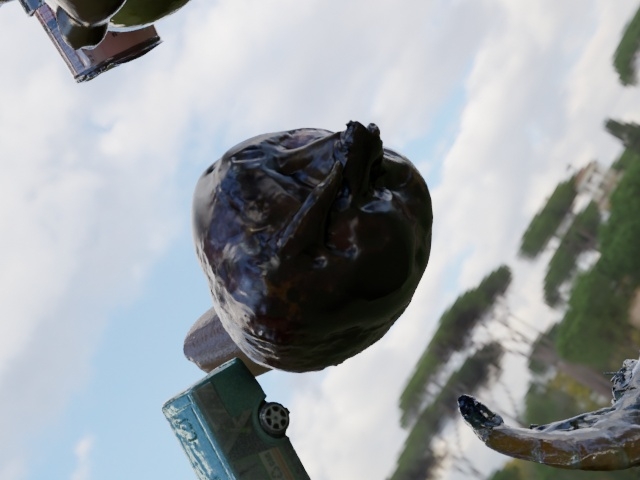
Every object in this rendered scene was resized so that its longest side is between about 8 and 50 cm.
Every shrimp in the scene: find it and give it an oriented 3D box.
[{"bbox_3d":[0.232,0.137,1.172,0.262,0.198,0.051,-42,-49,-58],"label":"shrimp"}]

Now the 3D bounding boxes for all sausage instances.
[{"bbox_3d":[-0.058,0.103,1.717,0.253,0.123,0.123,-29,-1,31],"label":"sausage"}]

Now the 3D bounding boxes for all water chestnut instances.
[{"bbox_3d":[0.000,0.000,1.373,0.244,0.289,0.289,-11,30,53],"label":"water chestnut"}]

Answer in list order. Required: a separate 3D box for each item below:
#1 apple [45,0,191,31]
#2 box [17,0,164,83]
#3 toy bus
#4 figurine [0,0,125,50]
[{"bbox_3d":[-0.201,-0.295,1.244,0.200,0.200,0.200,-50,-20,-25],"label":"apple"},{"bbox_3d":[-0.273,-0.271,1.558,0.151,0.135,0.151,-25,8,4],"label":"box"},{"bbox_3d":[-0.061,0.254,1.320,0.109,0.262,0.091,-24,-8,-41],"label":"toy bus"},{"bbox_3d":[-0.177,-0.286,1.018,0.177,0.173,0.247,8,-24,-36],"label":"figurine"}]
